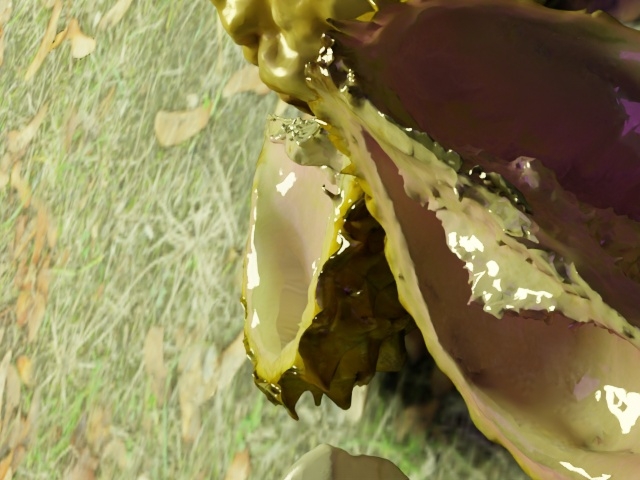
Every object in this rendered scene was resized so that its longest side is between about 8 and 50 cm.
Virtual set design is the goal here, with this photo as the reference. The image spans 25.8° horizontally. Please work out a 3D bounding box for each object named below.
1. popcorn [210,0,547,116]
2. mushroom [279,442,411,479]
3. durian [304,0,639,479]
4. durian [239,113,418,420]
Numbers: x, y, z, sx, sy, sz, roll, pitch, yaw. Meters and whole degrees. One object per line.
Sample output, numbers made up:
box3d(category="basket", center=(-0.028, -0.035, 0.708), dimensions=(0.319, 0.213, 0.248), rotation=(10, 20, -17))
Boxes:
box3d(category="popcorn", center=(0.020, -0.153, 0.616), dimensions=(0.163, 0.140, 0.194), rotation=(3, 77, 60))
box3d(category="mushroom", center=(-0.041, 0.187, 0.552), dimensions=(0.270, 0.103, 0.118), rotation=(-45, 40, 39))
box3d(category="durian", center=(0.085, 0.001, 0.437), dimensions=(0.182, 0.132, 0.165), rotation=(11, 83, 37))
box3d(category="durian", center=(0.012, -0.005, 0.608), dimensions=(0.224, 0.078, 0.140), rotation=(-120, 38, -70))
